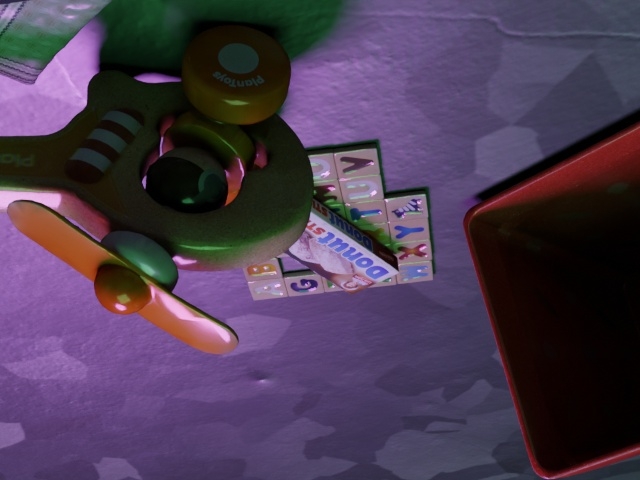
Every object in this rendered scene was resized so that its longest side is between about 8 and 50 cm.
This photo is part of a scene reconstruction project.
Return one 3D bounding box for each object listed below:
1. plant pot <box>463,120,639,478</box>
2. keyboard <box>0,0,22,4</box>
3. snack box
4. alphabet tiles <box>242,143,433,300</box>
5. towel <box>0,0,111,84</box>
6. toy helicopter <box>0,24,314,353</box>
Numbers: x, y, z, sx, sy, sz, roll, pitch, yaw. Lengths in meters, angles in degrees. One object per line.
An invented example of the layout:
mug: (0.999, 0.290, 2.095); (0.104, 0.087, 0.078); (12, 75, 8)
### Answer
plant pot: (0.333, 0.062, 0.961); (0.267, 0.267, 0.236); (-29, 151, 32)
keyboard: (-0.295, -0.144, 0.630); (0.317, 0.033, 0.201); (-9, 167, -5)
snack box: (0.000, 0.000, 1.013); (0.064, 0.022, 0.178); (-28, 138, 29)
alphabet tiles: (0.008, -0.013, 1.024); (0.198, 0.009, 0.237); (-7, 146, 5)
towel: (-0.240, -0.220, 0.624); (0.312, 0.056, 0.324); (24, 145, -35)
toy helicopter: (-0.180, -0.033, 0.765); (0.355, 0.234, 0.140); (0, 146, -11)
